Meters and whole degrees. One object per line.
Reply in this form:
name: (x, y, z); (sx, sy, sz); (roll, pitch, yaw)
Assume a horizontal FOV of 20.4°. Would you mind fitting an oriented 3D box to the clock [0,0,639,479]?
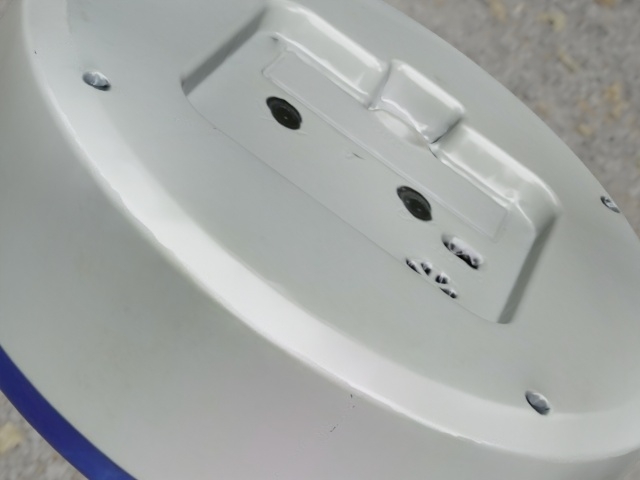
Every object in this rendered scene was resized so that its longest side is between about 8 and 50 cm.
clock: (0.000, 0.000, 0.539); (0.230, 0.083, 0.230); (29, 27, -17)
